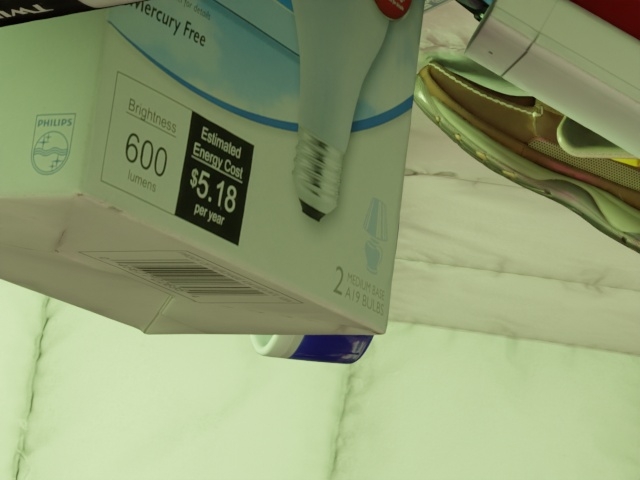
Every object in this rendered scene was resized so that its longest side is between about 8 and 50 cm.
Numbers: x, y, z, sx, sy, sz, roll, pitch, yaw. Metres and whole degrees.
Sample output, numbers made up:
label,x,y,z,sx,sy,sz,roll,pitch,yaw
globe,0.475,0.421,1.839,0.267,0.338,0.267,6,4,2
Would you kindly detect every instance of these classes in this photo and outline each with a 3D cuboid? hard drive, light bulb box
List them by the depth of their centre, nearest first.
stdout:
label,x,y,z,sx,sy,sz,roll,pitch,yaw
light bulb box,-0.111,-0.149,1.321,0.225,0.361,0.358,-1,165,32
hard drive,0.266,-0.067,1.373,0.353,0.047,0.233,30,180,0

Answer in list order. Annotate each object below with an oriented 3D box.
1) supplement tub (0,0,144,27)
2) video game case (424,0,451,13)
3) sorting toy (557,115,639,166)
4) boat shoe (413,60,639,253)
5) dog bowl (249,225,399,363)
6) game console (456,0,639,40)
label,x,y,z,sx,sy,sz,roll,pitch,yaw
supplement tub,-0.180,-0.207,1.044,0.316,0.193,0.193,-9,163,16
video game case,0.009,-0.223,1.697,0.183,0.023,0.201,14,167,-24
sorting toy,0.327,-0.104,1.749,0.208,0.038,0.193,6,-153,17
boat shoe,0.239,-0.095,1.933,0.324,0.116,0.123,29,-178,-9
dog bowl,0.000,0.000,2.158,0.104,0.265,0.265,8,168,-13
game console,0.250,-0.131,1.513,0.386,0.060,0.342,31,178,35
